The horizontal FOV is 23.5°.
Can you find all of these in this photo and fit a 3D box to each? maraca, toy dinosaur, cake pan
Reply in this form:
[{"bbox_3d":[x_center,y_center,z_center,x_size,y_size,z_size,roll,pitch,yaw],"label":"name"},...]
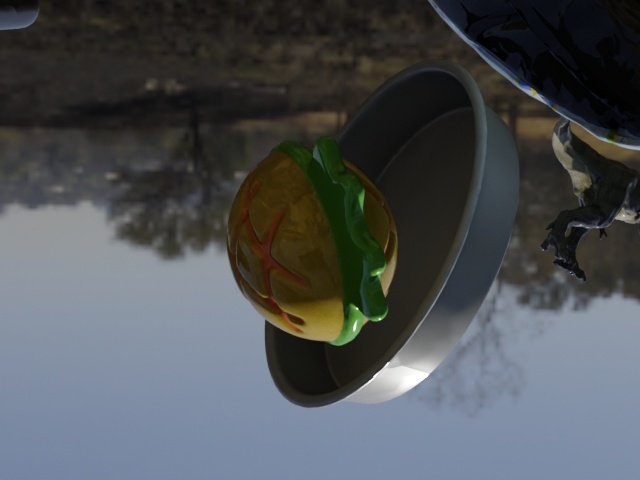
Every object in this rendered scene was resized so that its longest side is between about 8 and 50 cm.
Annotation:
[{"bbox_3d":[0.000,0.000,0.909,0.099,0.127,0.185,-20,180,-17],"label":"maraca"},{"bbox_3d":[0.244,-0.029,1.375,0.064,0.118,0.268,31,179,41],"label":"toy dinosaur"},{"bbox_3d":[0.055,0.001,1.208,0.054,0.293,0.293,25,172,-25],"label":"cake pan"}]

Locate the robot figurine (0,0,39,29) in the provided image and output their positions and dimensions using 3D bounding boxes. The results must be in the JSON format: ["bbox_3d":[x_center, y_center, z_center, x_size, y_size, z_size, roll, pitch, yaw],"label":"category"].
[{"bbox_3d":[-0.355,-0.273,1.342,0.209,0.174,0.278,4,-168,15],"label":"robot figurine"}]

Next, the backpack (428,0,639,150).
[{"bbox_3d":[0.199,-0.210,0.957,0.273,0.290,0.355,12,-149,-35],"label":"backpack"}]
